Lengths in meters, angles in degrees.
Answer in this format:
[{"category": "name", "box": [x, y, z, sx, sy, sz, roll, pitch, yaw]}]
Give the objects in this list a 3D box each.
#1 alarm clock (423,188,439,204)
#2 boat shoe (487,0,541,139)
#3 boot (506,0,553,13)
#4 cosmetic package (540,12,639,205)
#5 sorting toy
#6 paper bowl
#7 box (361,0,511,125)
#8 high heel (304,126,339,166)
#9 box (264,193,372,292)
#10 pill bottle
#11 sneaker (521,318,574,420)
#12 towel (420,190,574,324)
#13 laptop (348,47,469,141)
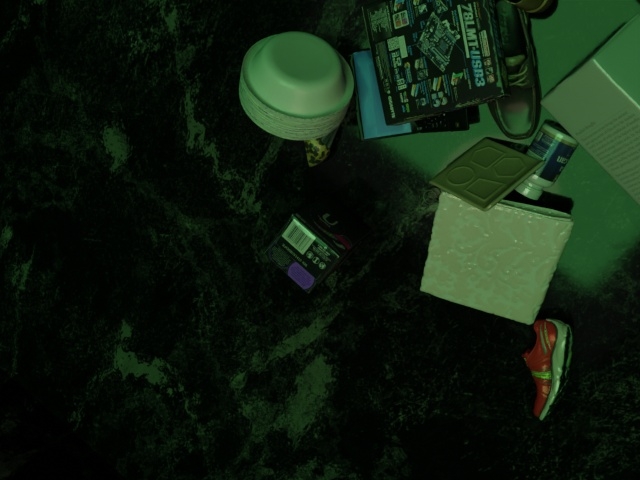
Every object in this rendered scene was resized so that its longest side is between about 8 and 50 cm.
[{"category": "alarm clock", "box": [0.352, -0.075, 1.589, 0.192, 0.064, 0.129, 31, 115, 15]}, {"category": "boat shoe", "box": [0.430, -0.404, 1.417, 0.132, 0.130, 0.355, -9, 102, 25]}, {"category": "boot", "box": [0.387, -0.624, 1.292, 0.112, 0.115, 0.305, -37, 69, 51]}, {"category": "cosmetic package", "box": [0.713, -0.217, 1.281, 0.161, 0.230, 0.453, -42, 87, -11]}, {"category": "sorting toy", "box": [0.391, -0.155, 1.449, 0.208, 0.193, 0.038, 36, 158, 50]}, {"category": "paper bowl", "box": [-0.056, -0.402, 1.519, 0.284, 0.284, 0.148, 36, 150, 9]}, {"category": "box", "box": [0.262, -0.438, 1.401, 0.293, 0.073, 0.295, -9, 95, 32]}, {"category": "high heel", "box": [-0.078, -0.325, 1.667, 0.261, 0.093, 0.186, 26, 108, 4]}, {"category": "box", "box": [0.000, 0.000, 1.635, 0.165, 0.270, 0.143, 42, 116, 6]}, {"category": "pill bottle", "box": [0.533, -0.186, 1.460, 0.094, 0.094, 0.169, 30, 115, 12]}, {"category": "sneaker", "box": [0.587, 0.332, 1.607, 0.118, 0.107, 0.279, 16, 109, 37]}, {"category": "towel", "box": [0.429, 0.040, 1.545, 0.317, 0.053, 0.332, 16, 128, 14]}, {"category": "laptop", "box": [0.215, -0.372, 1.506, 0.264, 0.136, 0.234, 11, 114, 55]}]
